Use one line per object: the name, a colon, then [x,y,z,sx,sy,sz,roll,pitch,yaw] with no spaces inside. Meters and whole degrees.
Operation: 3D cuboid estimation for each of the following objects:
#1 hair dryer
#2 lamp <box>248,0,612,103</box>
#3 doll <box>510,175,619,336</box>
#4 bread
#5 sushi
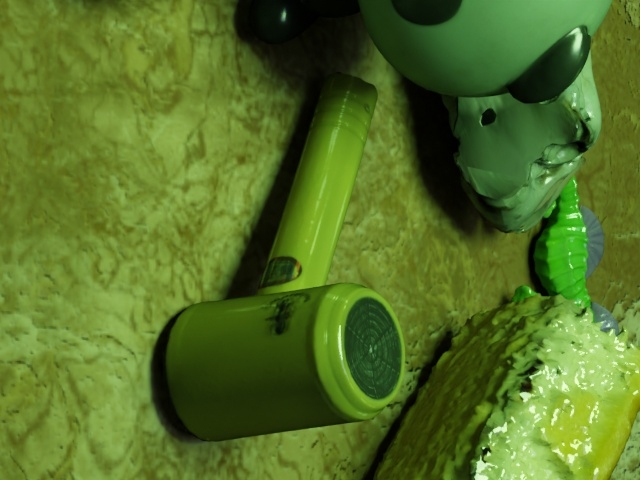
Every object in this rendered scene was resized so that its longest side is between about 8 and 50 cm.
hair dryer: [0.000,0.000,1.281,0.090,0.135,0.279,46,46,-37]
lamp: [0.078,-0.194,1.273,0.197,0.244,0.198,-25,119,-58]
doll: [0.190,0.021,1.538,0.115,0.050,0.190,0,86,-55]
bread: [0.125,0.153,1.376,0.121,0.174,0.245,39,57,-16]
sushi: [0.134,-0.162,1.419,0.130,0.124,0.332,-39,120,-73]
